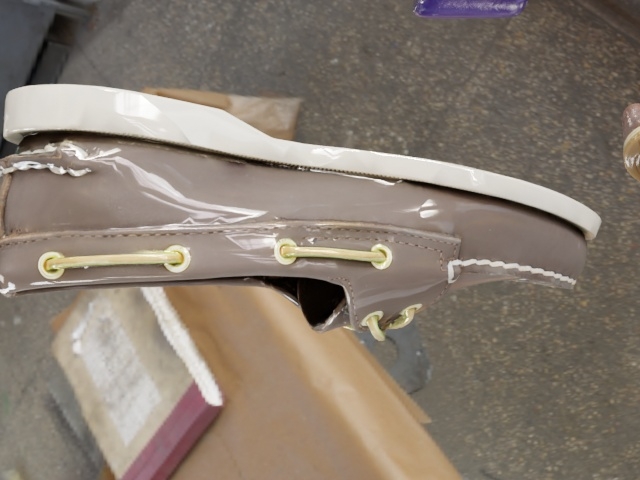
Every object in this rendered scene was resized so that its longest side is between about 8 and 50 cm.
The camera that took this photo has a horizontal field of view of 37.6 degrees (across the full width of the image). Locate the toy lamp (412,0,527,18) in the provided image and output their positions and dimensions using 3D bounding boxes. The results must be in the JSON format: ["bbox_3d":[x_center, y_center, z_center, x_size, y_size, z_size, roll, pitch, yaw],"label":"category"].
[{"bbox_3d":[-0.001,-0.195,0.584,0.080,0.274,0.080,-167,90,-86],"label":"toy lamp"}]

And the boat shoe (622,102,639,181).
[{"bbox_3d":[0.585,-0.102,1.423,0.123,0.342,0.123,-50,25,35],"label":"boat shoe"}]

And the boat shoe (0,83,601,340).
[{"bbox_3d":[0.000,0.000,0.485,0.116,0.324,0.097,172,106,-65],"label":"boat shoe"}]
